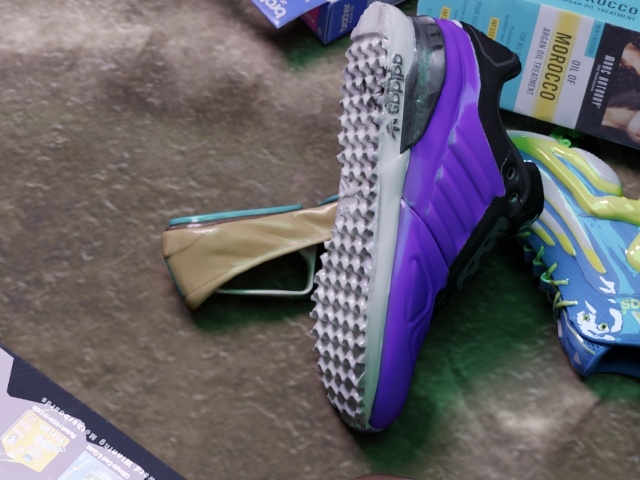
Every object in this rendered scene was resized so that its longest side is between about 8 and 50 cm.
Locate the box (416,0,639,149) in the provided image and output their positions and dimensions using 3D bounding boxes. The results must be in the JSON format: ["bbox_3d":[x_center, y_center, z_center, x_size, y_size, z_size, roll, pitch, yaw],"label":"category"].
[{"bbox_3d":[0.195,-0.144,1.171,0.244,0.100,0.060,18,36,11],"label":"box"}]

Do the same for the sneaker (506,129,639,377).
[{"bbox_3d":[0.190,0.018,1.084,0.240,0.091,0.126,31,61,12],"label":"sneaker"}]

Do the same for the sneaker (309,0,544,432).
[{"bbox_3d":[0.084,-0.009,1.034,0.146,0.102,0.293,6,92,-20],"label":"sneaker"}]

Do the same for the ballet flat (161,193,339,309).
[{"bbox_3d":[0.000,0.000,1.103,0.232,0.080,0.073,-12,87,-11],"label":"ballet flat"}]

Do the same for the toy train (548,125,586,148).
[{"bbox_3d":[0.183,-0.071,1.187,0.024,0.017,0.083,28,58,26],"label":"toy train"}]

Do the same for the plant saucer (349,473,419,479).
[{"bbox_3d":[0.070,0.215,0.929,0.168,0.029,0.168,30,38,-27],"label":"plant saucer"}]

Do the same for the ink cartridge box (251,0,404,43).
[{"bbox_3d":[0.032,-0.286,1.287,0.311,0.065,0.186,-31,65,-25],"label":"ink cartridge box"}]

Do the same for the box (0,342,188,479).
[{"bbox_3d":[-0.230,0.234,0.905,0.395,0.097,0.318,35,62,15],"label":"box"}]
